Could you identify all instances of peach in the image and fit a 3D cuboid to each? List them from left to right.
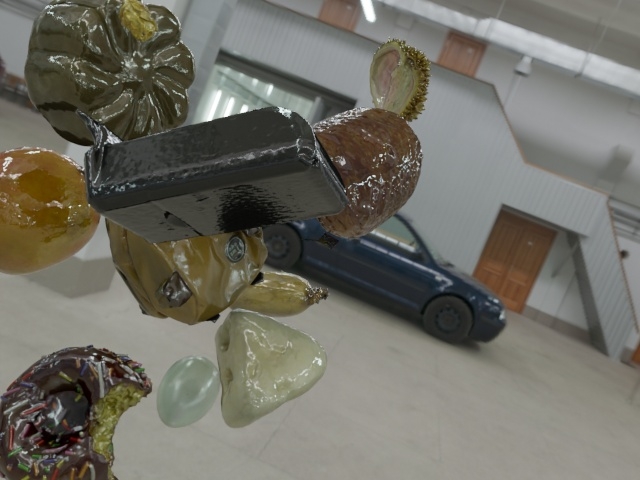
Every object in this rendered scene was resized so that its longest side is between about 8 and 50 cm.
[{"bbox_3d":[-0.785,-0.077,1.675,0.290,0.373,0.372,49,18,25],"label":"peach"}]

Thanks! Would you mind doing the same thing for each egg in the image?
[{"bbox_3d":[-0.345,0.393,1.617,0.151,0.151,0.209,23,42,5],"label":"egg"}]

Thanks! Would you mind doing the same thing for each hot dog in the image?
[{"bbox_3d":[0.056,-0.151,1.295,0.267,0.174,0.387,48,44,9],"label":"hot dog"}]

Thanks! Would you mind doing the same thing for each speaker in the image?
[{"bbox_3d":[-0.169,-0.121,0.928,0.388,0.184,0.180,-8,-20,14],"label":"speaker"}]

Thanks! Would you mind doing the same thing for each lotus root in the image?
[{"bbox_3d":[-0.143,0.173,1.975,0.342,0.152,0.169,5,0,8],"label":"lotus root"}]

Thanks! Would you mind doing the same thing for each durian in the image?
[{"bbox_3d":[0.232,-0.450,1.747,0.138,0.250,0.183,-11,44,-18],"label":"durian"}]

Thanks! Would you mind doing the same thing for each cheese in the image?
[{"bbox_3d":[-0.108,0.302,1.379,0.247,0.174,0.251,16,46,-22],"label":"cheese"}]

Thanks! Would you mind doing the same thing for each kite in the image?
[{"bbox_3d":[0.000,-0.004,1.287,0.078,0.002,0.044,17,40,-3],"label":"kite"}]

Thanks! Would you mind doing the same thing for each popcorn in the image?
[{"bbox_3d":[-0.344,-0.416,1.173,0.083,0.057,0.082,52,1,36],"label":"popcorn"}]

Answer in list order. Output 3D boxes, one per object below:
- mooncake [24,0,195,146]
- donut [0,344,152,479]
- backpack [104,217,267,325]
[{"bbox_3d":[-0.468,-0.385,1.436,0.200,0.378,0.378,7,-4,36],"label":"mooncake"},{"bbox_3d":[-0.358,0.250,0.877,0.216,0.230,0.096,16,-24,20],"label":"donut"},{"bbox_3d":[-0.275,-0.020,1.277,0.201,0.353,0.378,-6,-58,41],"label":"backpack"}]
